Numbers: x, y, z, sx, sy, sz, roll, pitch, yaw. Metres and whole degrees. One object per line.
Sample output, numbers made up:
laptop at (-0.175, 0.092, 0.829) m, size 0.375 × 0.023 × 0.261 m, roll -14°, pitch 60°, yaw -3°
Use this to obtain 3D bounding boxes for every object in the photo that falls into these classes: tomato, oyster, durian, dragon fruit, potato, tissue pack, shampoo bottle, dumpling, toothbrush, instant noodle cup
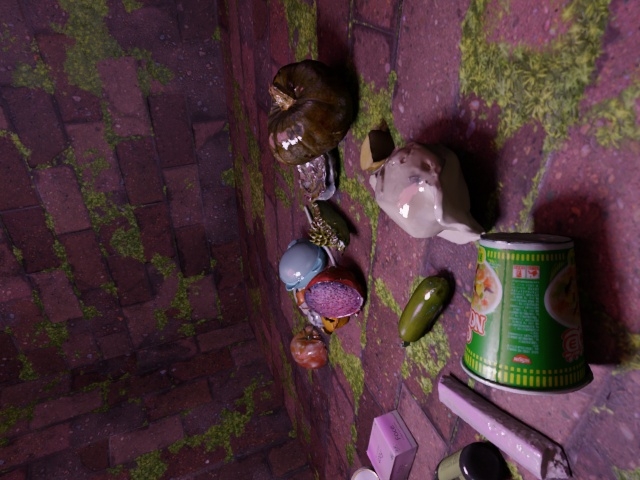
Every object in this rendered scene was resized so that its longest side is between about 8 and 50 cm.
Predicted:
tomato at (-0.068, 0.528, 2.164) m, size 0.214 × 0.155 × 0.180 m, roll -140°, pitch 38°, yaw -58°
oyster at (-0.015, -0.307, 1.538) m, size 0.162 × 0.158 × 0.350 m, roll 4°, pitch 101°, yaw 25°
durian at (0.030, -0.039, 1.577) m, size 0.375 × 0.132 × 0.106 m, roll -118°, pitch 37°, yaw -48°
dragon fruit at (0.054, 0.165, 1.597) m, size 0.224 × 0.219 × 0.148 m, roll 47°, pitch -146°, yaw -33°
potato at (0.150, -0.237, 1.215) m, size 0.103 × 0.067 × 0.096 m, roll 140°, pitch 130°, yaw -73°
tissue pack at (0.239, 0.718, 1.528) m, size 0.148 × 0.093 × 0.246 m, roll -124°, pitch 28°, yaw -47°
shampoo bottle at (0.355, 0.594, 1.127) m, size 0.283 × 0.101 × 0.101 m, roll 104°, pitch 147°, yaw -52°
dumpling at (0.243, -0.096, 0.980) m, size 0.243 × 0.187 × 0.318 m, roll 41°, pitch 179°, yaw -19°
toothbrush at (0.004, -0.002, 1.813) m, size 0.040 × 0.040 × 0.386 m, roll 103°, pitch 151°, yaw -51°
instant noodle cup at (0.346, 0.107, 0.752) m, size 0.207 × 0.207 × 0.232 m, roll -165°, pitch 73°, yaw -68°

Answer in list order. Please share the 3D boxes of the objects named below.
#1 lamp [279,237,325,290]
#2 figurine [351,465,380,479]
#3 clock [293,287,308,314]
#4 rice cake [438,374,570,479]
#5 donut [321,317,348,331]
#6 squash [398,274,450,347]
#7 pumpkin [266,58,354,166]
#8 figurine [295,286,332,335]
lamp at (-0.082, 0.085, 1.864) m, size 0.147 × 0.209 × 0.284 m, roll 51°, pitch -170°, yaw -15°
figurine at (0.187, 0.932, 1.669) m, size 0.263 × 0.190 × 0.142 m, roll 69°, pitch 178°, yaw -54°
clock at (-0.089, 0.268, 2.196) m, size 0.236 × 0.053 × 0.236 m, roll 167°, pitch 90°, yaw -71°
rice cake at (0.384, 0.409, 1.001) m, size 0.365 × 0.056 × 0.072 m, roll -157°, pitch 54°, yaw -66°
donut at (0.056, 0.263, 1.768) m, size 0.174 × 0.075 × 0.190 m, roll -154°, pitch 60°, yaw -66°
squash at (0.258, 0.200, 1.172) m, size 0.331 × 0.087 × 0.087 m, roll 101°, pitch 150°, yaw -52°
pumpkin at (-0.027, -0.398, 1.312) m, size 0.232 × 0.242 × 0.324 m, roll -8°, pitch 74°, yaw 40°
figurine at (-0.014, 0.273, 1.897) m, size 0.271 × 0.143 × 0.143 m, roll 51°, pitch 150°, yaw 25°
